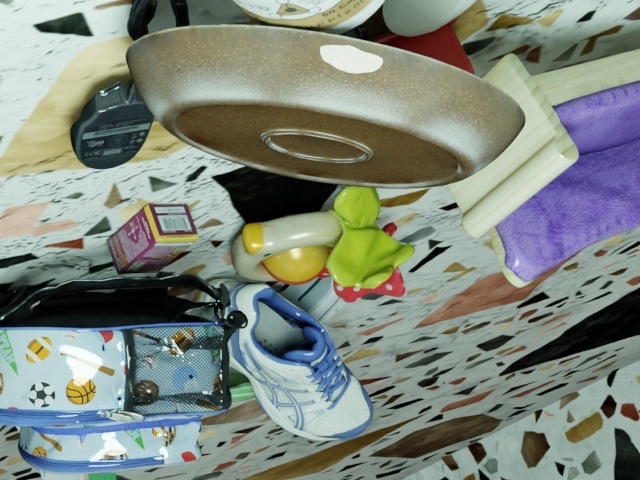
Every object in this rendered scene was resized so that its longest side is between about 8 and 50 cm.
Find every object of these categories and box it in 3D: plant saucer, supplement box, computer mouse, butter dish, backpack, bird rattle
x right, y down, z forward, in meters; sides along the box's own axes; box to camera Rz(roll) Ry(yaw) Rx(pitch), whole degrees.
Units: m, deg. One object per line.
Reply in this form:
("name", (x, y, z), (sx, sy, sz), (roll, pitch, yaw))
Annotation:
("plant saucer", (0.000, -0.092, 1.137), (0.311, 0.050, 0.310), (8, 170, 1))
("supplement box", (-0.175, -0.001, 1.545), (0.055, 0.043, 0.083), (-2, 154, -46))
("computer mouse", (-0.159, -0.138, 1.210), (0.071, 0.041, 0.242), (-10, 152, -29))
("butter dish", (0.077, -0.116, 1.326), (0.160, 0.118, 0.160), (-29, 167, -39))
("backpack", (-0.243, 0.134, 1.563), (0.263, 0.213, 0.276), (6, 177, -22))
("bird rattle", (0.000, 0.000, 1.683), (0.207, 0.143, 0.253), (-6, 172, -7))

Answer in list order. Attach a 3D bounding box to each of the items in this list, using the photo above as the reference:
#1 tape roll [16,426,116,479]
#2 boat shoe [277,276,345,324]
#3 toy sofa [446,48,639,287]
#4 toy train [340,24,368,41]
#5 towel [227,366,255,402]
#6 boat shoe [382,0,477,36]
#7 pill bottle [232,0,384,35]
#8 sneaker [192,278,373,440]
("tape roll", (-0.369, 0.248, 1.602), (0.077, 0.321, 0.321), (-32, 158, 34))
("boat shoe", (-0.024, 0.097, 1.909), (0.076, 0.083, 0.226), (1, 151, -44))
("toy sofa", (0.290, -0.100, 1.452), (0.362, 0.177, 0.150), (-18, 163, -42))
("toy train", (0.007, -0.150, 1.352), (0.036, 0.027, 0.158), (-22, 164, -30))
("towel", (-0.210, 0.199, 1.944), (0.325, 0.038, 0.248), (-8, -178, -30))
("boat shoe", (0.133, -0.229, 1.218), (0.184, 0.066, 0.063), (-42, 152, 26))
("pill bottle", (-0.035, -0.224, 0.938), (0.131, 0.131, 0.229), (-24, 161, 11))
("sneaker", (-0.026, 0.155, 1.794), (0.296, 0.112, 0.131), (40, 153, -29))
